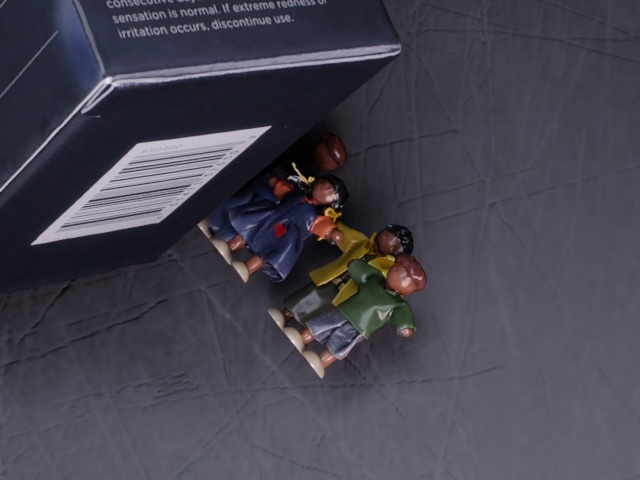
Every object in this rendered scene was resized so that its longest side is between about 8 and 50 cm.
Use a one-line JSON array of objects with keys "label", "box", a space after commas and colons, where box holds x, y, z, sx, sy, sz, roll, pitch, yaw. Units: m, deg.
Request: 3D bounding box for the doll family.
[{"label": "doll family", "box": [0.000, 0.000, 1.173, 0.111, 0.076, 0.193, -39, 68, -3]}]

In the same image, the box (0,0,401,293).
[{"label": "box", "box": [-0.178, -0.204, 1.093, 0.212, 0.293, 0.395, -11, 72, -40]}]
